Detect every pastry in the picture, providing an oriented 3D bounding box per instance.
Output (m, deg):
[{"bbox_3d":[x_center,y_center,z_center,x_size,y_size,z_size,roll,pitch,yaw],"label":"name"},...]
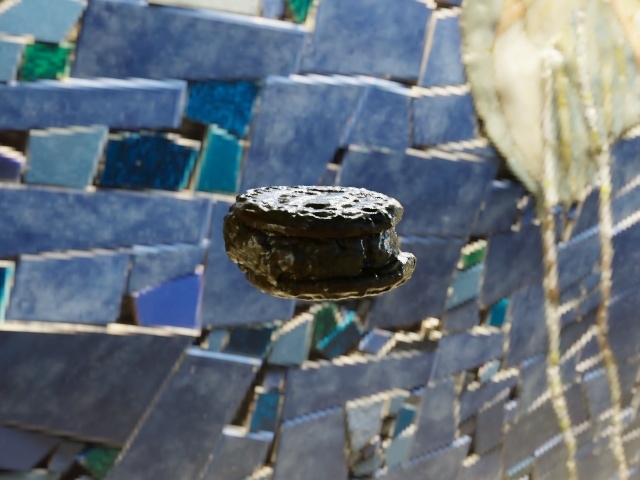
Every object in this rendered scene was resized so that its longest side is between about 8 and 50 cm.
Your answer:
[{"bbox_3d":[0.000,0.000,0.690,0.109,0.057,0.097,-4,9,-12],"label":"pastry"}]
